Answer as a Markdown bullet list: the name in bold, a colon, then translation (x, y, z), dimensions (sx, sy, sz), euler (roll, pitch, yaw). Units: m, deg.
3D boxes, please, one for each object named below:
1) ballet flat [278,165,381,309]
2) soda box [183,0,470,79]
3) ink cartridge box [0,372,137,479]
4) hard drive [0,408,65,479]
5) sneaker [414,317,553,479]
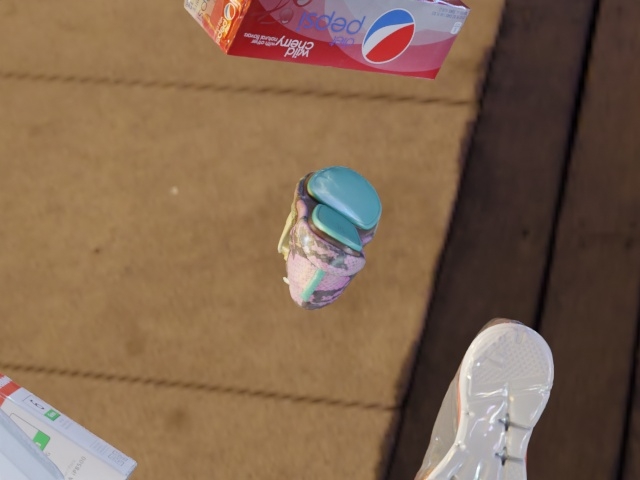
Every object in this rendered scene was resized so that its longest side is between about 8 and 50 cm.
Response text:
- **ballet flat**: translation (0.000, 0.000, 1.317), dimensions (0.077, 0.079, 0.221), euler (34, 16, -6)
- **soda box**: translation (0.009, -0.214, 1.542), dimensions (0.263, 0.083, 0.092), euler (2, 36, -41)
- **ink cartridge box**: translation (-0.144, 0.093, 0.723), dimensions (0.115, 0.029, 0.063), euler (33, 97, 0)
- **hard drive**: translation (-0.254, -0.029, 0.539), dimensions (0.233, 0.353, 0.047), euler (16, 62, 36)
- **sneaker**: translation (0.083, 0.113, 0.890), dimensions (0.061, 0.158, 0.065), euler (21, 12, -4)
